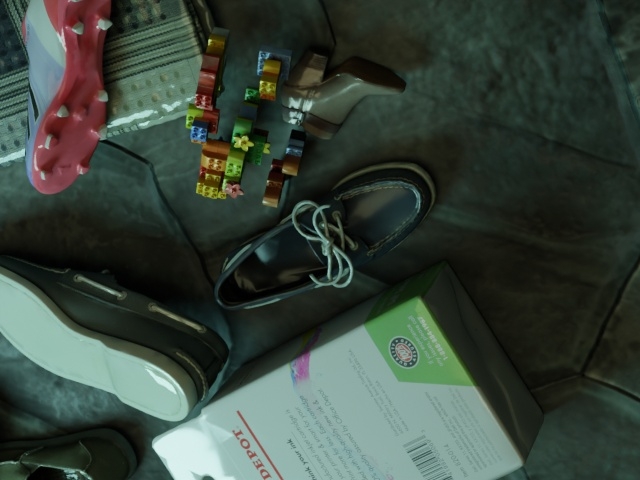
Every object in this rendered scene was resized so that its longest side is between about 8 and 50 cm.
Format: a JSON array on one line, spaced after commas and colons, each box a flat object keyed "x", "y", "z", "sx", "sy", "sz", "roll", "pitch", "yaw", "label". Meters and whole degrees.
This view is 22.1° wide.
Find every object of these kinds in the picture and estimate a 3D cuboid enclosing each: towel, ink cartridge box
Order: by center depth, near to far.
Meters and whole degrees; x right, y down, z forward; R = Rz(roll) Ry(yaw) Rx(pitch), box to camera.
[{"x": -0.274, "y": -0.246, "z": 1.670, "sx": 0.324, "sy": 0.056, "sz": 0.312, "roll": -14, "pitch": 103, "yaw": 24, "label": "towel"}, {"x": 0.025, "y": 0.195, "z": 1.704, "sx": 0.353, "sy": 0.119, "sz": 0.207, "roll": -28, "pitch": 99, "yaw": 24, "label": "ink cartridge box"}]

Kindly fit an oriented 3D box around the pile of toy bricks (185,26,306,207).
[{"x": -0.077, "y": -0.091, "z": 1.589, "sx": 0.118, "sy": 0.105, "sz": 0.212, "roll": 11, "pitch": 138, "yaw": 1, "label": "pile of toy bricks"}]

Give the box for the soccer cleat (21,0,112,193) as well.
[{"x": -0.260, "y": -0.168, "z": 1.629, "sx": 0.095, "sy": 0.083, "sz": 0.248, "roll": 36, "pitch": 126, "yaw": 38, "label": "soccer cleat"}]

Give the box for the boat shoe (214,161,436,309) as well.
[{"x": 0.000, "y": 0.000, "z": 1.657, "sx": 0.254, "sy": 0.079, "sz": 0.095, "roll": -22, "pitch": 102, "yaw": 24, "label": "boat shoe"}]

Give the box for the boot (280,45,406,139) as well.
[{"x": 0.019, "y": -0.139, "z": 1.623, "sx": 0.118, "sy": 0.042, "sz": 0.087, "roll": 22, "pitch": 122, "yaw": 9, "label": "boot"}]

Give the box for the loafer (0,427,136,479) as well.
[{"x": -0.332, "y": 0.278, "z": 1.865, "sx": 0.251, "sy": 0.087, "sz": 0.094, "roll": -21, "pitch": 103, "yaw": 23, "label": "loafer"}]

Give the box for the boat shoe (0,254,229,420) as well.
[{"x": -0.240, "y": 0.088, "z": 1.760, "sx": 0.319, "sy": 0.099, "sz": 0.116, "roll": 24, "pitch": 138, "yaw": 27, "label": "boat shoe"}]
